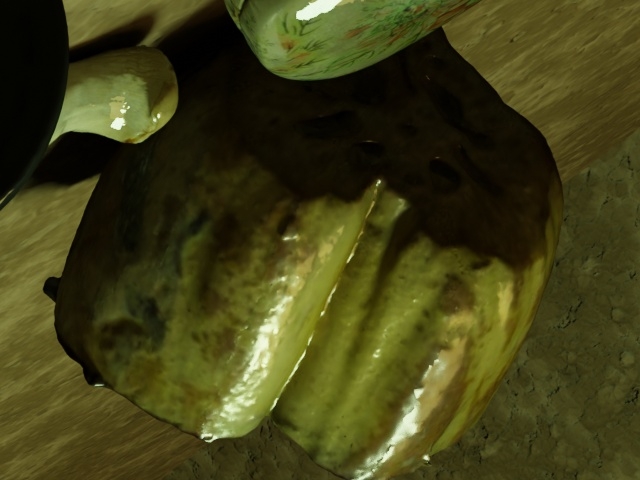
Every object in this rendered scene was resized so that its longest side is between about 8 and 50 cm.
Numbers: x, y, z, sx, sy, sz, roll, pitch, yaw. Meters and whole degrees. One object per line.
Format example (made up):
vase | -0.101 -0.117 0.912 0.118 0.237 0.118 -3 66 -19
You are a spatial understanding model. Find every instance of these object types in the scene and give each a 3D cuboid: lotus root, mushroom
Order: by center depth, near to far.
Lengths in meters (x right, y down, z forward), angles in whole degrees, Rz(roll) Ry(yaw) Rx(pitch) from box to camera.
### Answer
mushroom | -0.167 -0.060 1.095 0.202 0.054 0.059 -21 168 -33
lotus root | 0.000 0.000 1.258 0.316 0.316 0.250 -24 152 -40

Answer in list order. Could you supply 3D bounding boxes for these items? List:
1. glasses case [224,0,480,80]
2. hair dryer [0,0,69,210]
glasses case | 0.135 -0.224 1.058 0.425 0.098 0.156 -34 166 11
hair dryer | -0.249 -0.005 0.819 0.284 0.156 0.320 -40 -178 -18
